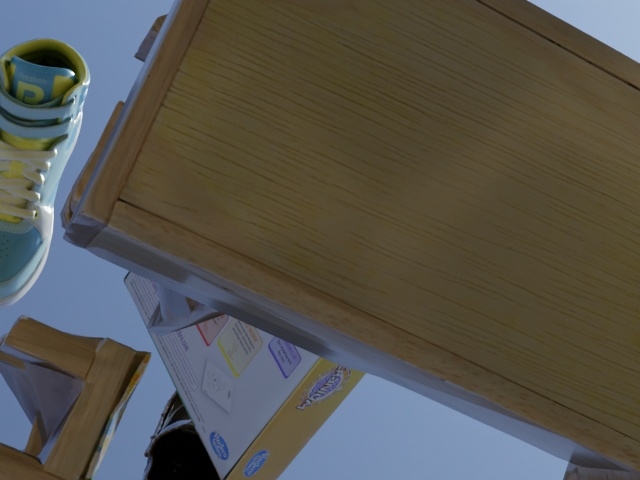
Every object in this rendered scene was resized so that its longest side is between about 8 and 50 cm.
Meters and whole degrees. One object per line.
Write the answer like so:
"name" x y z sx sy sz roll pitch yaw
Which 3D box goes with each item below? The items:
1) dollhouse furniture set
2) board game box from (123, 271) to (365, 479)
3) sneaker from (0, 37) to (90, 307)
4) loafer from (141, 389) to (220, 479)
"dollhouse furniture set" 0.000 0.000 0.632 0.257 0.394 0.362 26 -105 -13
"board game box" -0.029 0.013 0.995 0.064 0.316 0.242 7 -139 -43
"sneaker" -0.351 -0.094 1.359 0.127 0.208 0.318 13 -117 -11
"loafer" -0.116 0.237 1.213 0.134 0.130 0.366 8 -154 -3
